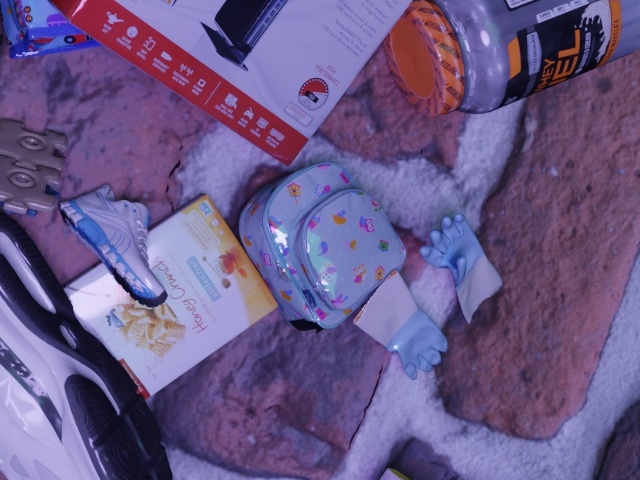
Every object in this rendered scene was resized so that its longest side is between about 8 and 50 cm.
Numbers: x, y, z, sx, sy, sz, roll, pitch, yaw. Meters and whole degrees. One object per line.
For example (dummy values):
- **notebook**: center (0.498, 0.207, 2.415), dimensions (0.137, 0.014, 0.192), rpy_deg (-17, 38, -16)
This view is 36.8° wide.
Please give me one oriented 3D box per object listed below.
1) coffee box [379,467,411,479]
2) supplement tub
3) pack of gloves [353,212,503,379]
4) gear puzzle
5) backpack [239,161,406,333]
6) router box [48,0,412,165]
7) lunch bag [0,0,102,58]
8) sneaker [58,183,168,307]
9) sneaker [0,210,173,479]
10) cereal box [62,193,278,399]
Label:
- **coffee box**: center (0.183, 0.546, 1.170), dimensions (0.338, 0.338, 0.334), rpy_deg (39, 83, -30)
- **supplement tub**: center (0.251, -0.281, 1.226), dimensions (0.316, 0.193, 0.193), rpy_deg (-23, 101, -14)
- **pack of gloves**: center (0.160, 0.084, 1.240), dimensions (0.195, 0.046, 0.232), rpy_deg (-52, 142, -8)
- **gear puzzle**: center (-0.450, -0.101, 1.038), dimensions (0.339, 0.175, 0.044), rpy_deg (15, 123, -19)
- **backpack**: center (0.000, 0.000, 1.191), dimensions (0.166, 0.144, 0.188), rpy_deg (-37, 95, -27)
- **router box**: center (-0.074, -0.288, 1.061), dimensions (0.335, 0.082, 0.301), rpy_deg (31, 99, -42)
- **lunch bag**: center (-0.227, -0.347, 1.109), dimensions (0.293, 0.138, 0.221), rpy_deg (-14, 96, -26)
- **sneaker**: center (-0.224, -0.003, 1.116), dimensions (0.083, 0.071, 0.191), rpy_deg (-35, 61, -19)
- **sneaker**: center (-0.360, 0.208, 1.088), dimensions (0.257, 0.169, 0.447), rpy_deg (-28, 98, 10)
- **cereal box**: center (-0.196, 0.077, 1.187), dimensions (0.240, 0.047, 0.173), rpy_deg (-36, 104, -12)
